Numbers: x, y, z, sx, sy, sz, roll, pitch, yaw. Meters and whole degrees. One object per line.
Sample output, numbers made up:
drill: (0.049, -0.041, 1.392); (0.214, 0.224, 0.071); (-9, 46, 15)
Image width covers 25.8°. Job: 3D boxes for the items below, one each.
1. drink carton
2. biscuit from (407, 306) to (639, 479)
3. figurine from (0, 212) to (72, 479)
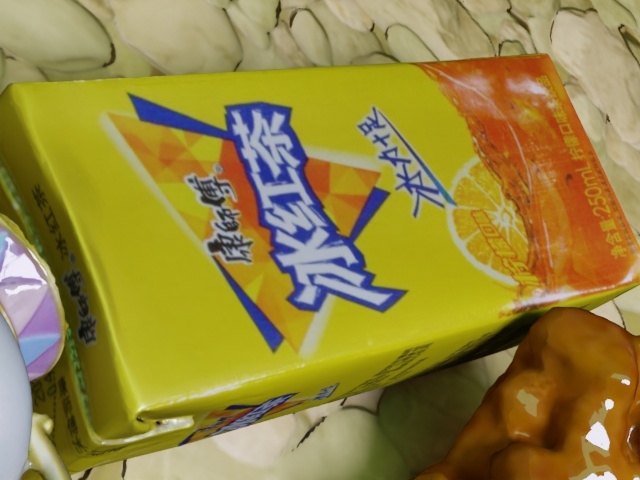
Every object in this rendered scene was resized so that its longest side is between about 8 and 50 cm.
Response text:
drink carton: (0.000, 0.000, 0.697); (0.351, 0.111, 0.154); (-10, 72, -43)
biscuit: (0.152, 0.213, 0.654); (0.318, 0.110, 0.312); (48, 62, -4)
figurine: (-0.190, 0.091, 0.457); (0.190, 0.142, 0.263); (27, 42, 6)
